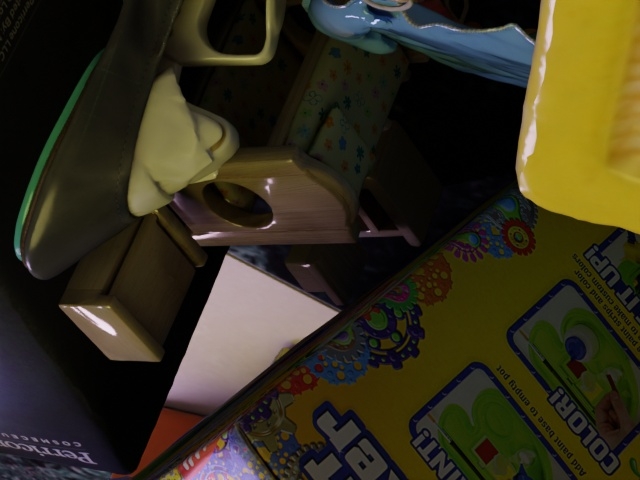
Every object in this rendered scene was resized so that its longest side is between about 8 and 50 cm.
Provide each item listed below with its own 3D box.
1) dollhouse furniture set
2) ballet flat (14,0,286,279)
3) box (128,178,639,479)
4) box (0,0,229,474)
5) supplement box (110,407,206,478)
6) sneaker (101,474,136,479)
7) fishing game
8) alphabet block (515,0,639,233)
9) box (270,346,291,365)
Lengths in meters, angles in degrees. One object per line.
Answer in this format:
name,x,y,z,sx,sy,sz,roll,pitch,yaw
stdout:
dollhouse furniture set,0.000,0.000,0.842,0.101,0.182,0.161,-1,143,35
ballet flat,-0.057,-0.071,0.758,0.074,0.203,0.074,22,178,1
box,0.033,0.127,0.867,0.177,0.279,0.290,52,139,0
box,-0.234,-0.046,0.915,0.296,0.182,0.294,6,148,24
supplement box,-0.077,0.208,1.318,0.078,0.080,0.233,9,149,19
sneaker,-0.041,0.221,1.159,0.297,0.111,0.131,2,148,21
fishing game,0.085,-0.075,0.726,0.264,0.041,0.189,16,-177,-31
alphabet block,0.176,-0.114,0.546,0.193,0.197,0.192,14,149,11
box,0.064,0.147,1.157,0.232,0.058,0.087,25,150,-6
